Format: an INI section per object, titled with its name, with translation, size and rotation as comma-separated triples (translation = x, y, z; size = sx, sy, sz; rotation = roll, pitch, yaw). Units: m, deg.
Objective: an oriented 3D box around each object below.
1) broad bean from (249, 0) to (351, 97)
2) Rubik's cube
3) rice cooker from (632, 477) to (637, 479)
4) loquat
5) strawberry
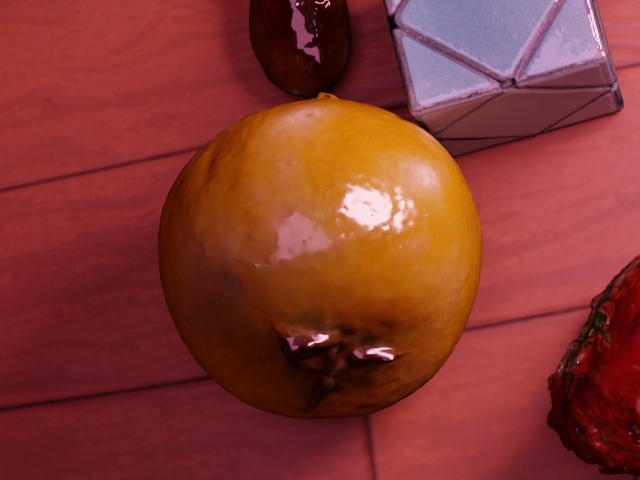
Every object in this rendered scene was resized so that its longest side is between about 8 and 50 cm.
[broad bean]
translation = -0.024, -0.237, 2.016
size = 0.114, 0.084, 0.165
rotation = -5, 85, 29
[Rubik's cube]
translation = 0.183, -0.222, 1.897
size = 0.205, 0.207, 0.205
rotation = -15, 77, 9
[rice cooker]
translation = 0.373, 0.310, 1.802
size = 0.203, 0.118, 0.142
rotation = 42, 92, 13
[loquat]
translation = 0.000, 0.000, 1.862
size = 0.328, 0.328, 0.359
rotation = -16, 40, 10
[strawberry]
translation = 0.360, 0.114, 1.778
size = 0.220, 0.274, 0.274
rotation = 32, 89, 1
